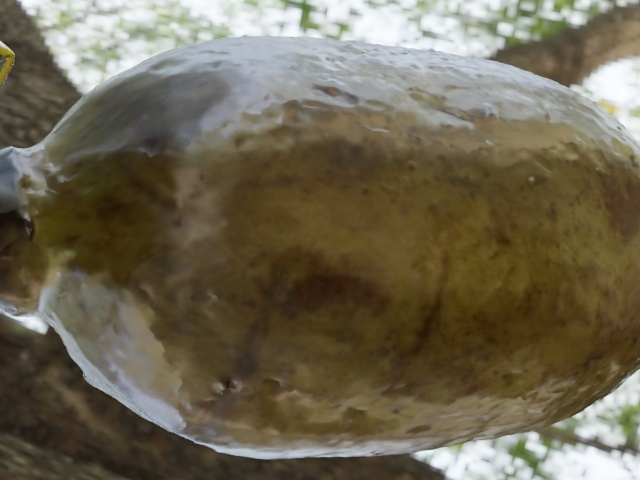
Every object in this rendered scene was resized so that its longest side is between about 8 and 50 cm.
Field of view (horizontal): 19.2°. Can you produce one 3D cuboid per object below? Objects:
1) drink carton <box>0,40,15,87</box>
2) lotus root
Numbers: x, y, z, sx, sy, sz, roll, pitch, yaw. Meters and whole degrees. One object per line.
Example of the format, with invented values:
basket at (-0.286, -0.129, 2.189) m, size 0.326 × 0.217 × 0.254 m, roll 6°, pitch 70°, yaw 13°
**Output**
drink carton at (-0.235, -0.108, 1.030) m, size 0.074 × 0.200 × 0.084 m, roll 21°, pitch -83°, yaw -34°
lotus root at (0.000, 0.000, 0.619) m, size 0.260 × 0.145 × 0.128 m, roll 4°, pitch -47°, yaw -26°
